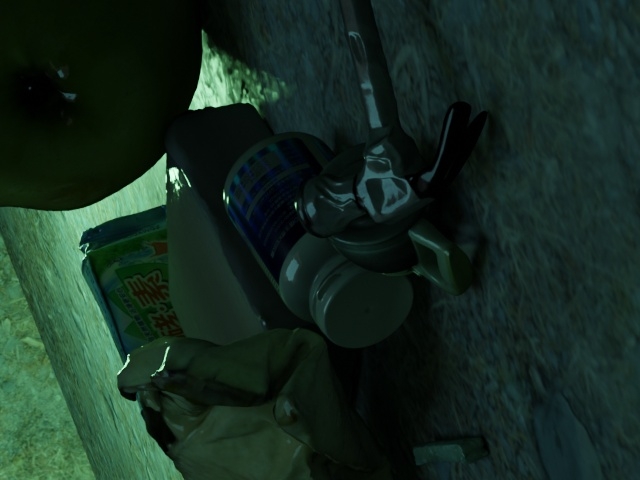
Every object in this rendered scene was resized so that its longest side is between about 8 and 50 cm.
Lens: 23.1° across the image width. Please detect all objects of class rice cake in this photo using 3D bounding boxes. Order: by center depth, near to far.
[{"bbox_3d":[0.104,0.171,1.271,0.121,0.022,0.022,148,103,-72],"label":"rice cake"}]

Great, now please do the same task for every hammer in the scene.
[{"bbox_3d":[0.003,-0.219,1.095,0.152,0.044,0.427,-22,79,37],"label":"hammer"}]

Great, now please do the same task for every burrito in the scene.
[{"bbox_3d":[-0.040,0.163,1.350,0.190,0.135,0.332,18,152,24],"label":"burrito"}]

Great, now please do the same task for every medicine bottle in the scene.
[{"bbox_3d":[0.000,0.000,1.289,0.191,0.107,0.107,-125,25,-46],"label":"medicine bottle"}]

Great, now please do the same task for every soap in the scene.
[{"bbox_3d":[-0.068,0.058,1.561,0.296,0.107,0.285,97,150,-52],"label":"soap"},{"bbox_3d":[-0.176,0.091,1.847,0.077,0.156,0.293,97,150,-57],"label":"soap"}]

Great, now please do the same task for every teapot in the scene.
[{"bbox_3d":[0.054,-0.003,1.157,0.091,0.092,0.124,56,-168,-52],"label":"teapot"}]

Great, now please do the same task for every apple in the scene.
[{"bbox_3d":[-0.281,-0.199,1.590,0.357,0.357,0.357,163,90,-73],"label":"apple"}]
